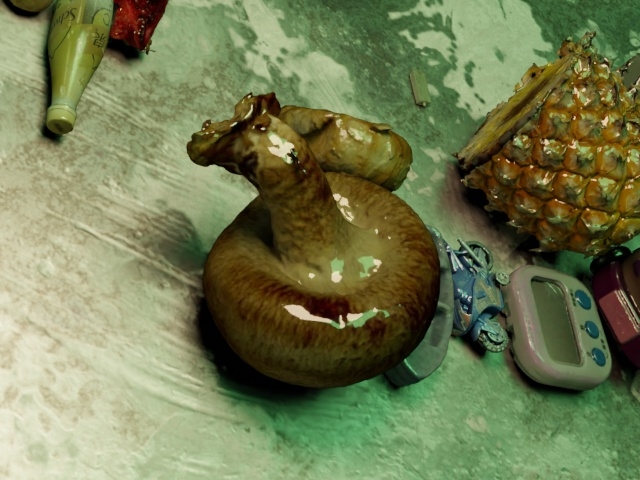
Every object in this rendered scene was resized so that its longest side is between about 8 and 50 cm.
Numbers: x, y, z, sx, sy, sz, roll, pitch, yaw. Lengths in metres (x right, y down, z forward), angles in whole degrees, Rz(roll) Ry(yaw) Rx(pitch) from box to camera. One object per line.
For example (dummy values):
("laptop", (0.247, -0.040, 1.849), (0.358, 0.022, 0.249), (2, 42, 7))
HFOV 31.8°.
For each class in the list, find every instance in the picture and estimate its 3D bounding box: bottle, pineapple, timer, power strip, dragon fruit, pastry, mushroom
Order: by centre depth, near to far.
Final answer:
("mushroom", (0.008, -0.001, 1.498), (0.334, 0.356, 0.331), (24, 24, 20))
("bottle", (-0.346, -0.265, 1.587), (0.083, 0.083, 0.269), (20, 51, -24))
("dragon fruit", (-0.253, -0.356, 1.707), (0.092, 0.122, 0.192), (52, 33, -42))
("pastry", (0.037, -0.138, 1.707), (0.229, 0.218, 0.100), (15, 92, -54))
("timer", (0.384, 0.145, 1.847), (0.191, 0.069, 0.208), (13, 54, -31))
("pineapple", (0.428, -0.147, 1.891), (0.300, 0.352, 0.352), (37, 46, -11))
("power strip", (0.180, -0.273, 2.024), (0.027, 0.017, 0.083), (12, 54, -29))

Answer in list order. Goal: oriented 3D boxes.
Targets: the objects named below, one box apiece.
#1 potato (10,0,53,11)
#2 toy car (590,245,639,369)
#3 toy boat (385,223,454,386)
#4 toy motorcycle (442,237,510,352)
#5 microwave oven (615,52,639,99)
("potato", (-0.421, -0.394, 1.625), (0.092, 0.070, 0.138), (-18, 64, -2))
("toy car", (0.647, 0.097, 1.943), (0.341, 0.240, 0.271), (-1, 60, -48))
("toy boat", (0.136, 0.095, 1.694), (0.127, 0.078, 0.283), (23, 50, -23))
("toy motorcycle", (0.236, 0.084, 1.785), (0.114, 0.076, 0.205), (9, 54, -23))
("microwave oven", (0.671, -0.174, 2.154), (0.355, 0.218, 0.286), (1, 58, -44))
